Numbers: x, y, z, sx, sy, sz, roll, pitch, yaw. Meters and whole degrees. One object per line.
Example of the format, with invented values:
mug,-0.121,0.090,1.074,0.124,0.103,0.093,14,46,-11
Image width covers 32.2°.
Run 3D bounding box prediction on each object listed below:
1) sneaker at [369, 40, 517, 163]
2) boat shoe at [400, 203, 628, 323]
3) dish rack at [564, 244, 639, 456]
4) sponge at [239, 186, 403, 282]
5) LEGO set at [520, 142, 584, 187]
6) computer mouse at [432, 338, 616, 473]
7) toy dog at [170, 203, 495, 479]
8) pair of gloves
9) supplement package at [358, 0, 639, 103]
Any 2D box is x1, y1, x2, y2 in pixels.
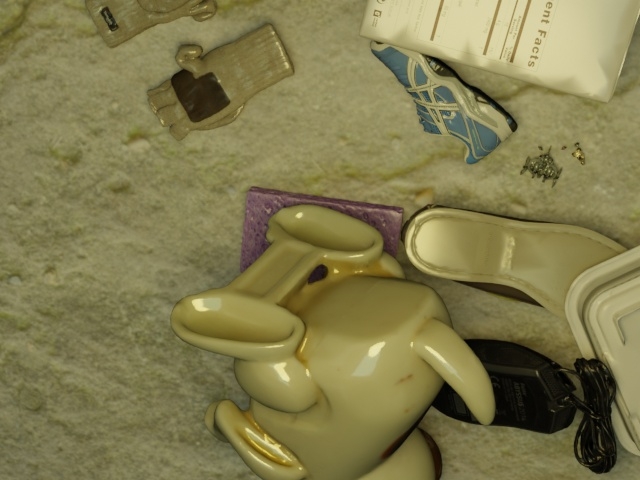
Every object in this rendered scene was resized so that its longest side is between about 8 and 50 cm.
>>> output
sneaker,0.142,-0.179,1.382,0.211,0.080,0.081,39,106,0
boat shoe,0.259,0.027,1.401,0.324,0.097,0.116,13,93,-4
dish rack,0.492,0.114,1.349,0.333,0.072,0.285,-25,108,5
sponge,0.000,0.000,1.480,0.210,0.031,0.117,8,106,7
LEGO set,0.292,-0.097,1.404,0.083,0.023,0.054,-37,95,17
computer mouse,0.256,0.190,1.434,0.272,0.072,0.188,9,130,29
toy dog,0.044,0.207,1.396,0.395,0.284,0.408,10,129,22
pair of gloves,-0.167,-0.264,1.440,0.204,0.042,0.240,-33,94,20
supplement package,0.216,-0.290,1.288,0.293,0.177,0.175,16,107,6
